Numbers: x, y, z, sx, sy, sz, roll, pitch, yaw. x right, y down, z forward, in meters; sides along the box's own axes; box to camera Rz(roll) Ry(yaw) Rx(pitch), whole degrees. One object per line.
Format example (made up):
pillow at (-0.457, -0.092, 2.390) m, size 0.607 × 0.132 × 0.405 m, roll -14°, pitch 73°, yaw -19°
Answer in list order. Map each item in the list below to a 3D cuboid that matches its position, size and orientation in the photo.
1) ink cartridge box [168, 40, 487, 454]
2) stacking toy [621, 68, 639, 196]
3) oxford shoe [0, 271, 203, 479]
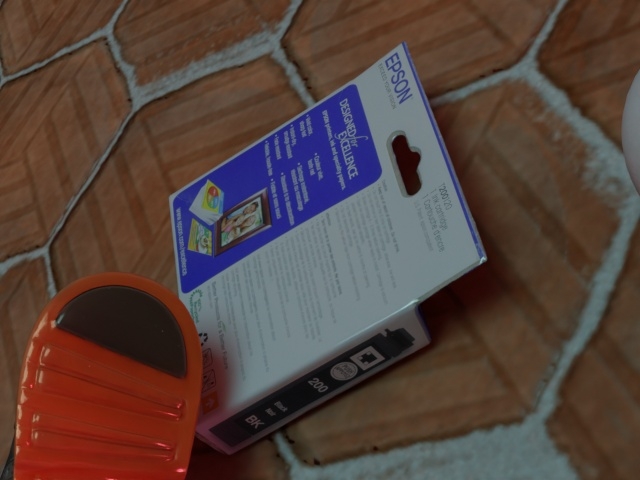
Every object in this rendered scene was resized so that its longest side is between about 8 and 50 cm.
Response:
ink cartridge box at (0.000, 0.000, 0.694) m, size 0.208 × 0.045 × 0.206 m, roll -32°, pitch 43°, yaw 20°
stacking toy at (0.219, 0.028, 0.352) m, size 0.350 × 0.350 × 0.480 m, roll -41°, pitch 24°, yaw 7°
oxford shoe at (-0.141, 0.207, 0.623) m, size 0.133 × 0.130 × 0.363 m, roll 133°, pitch 151°, yaw -68°
